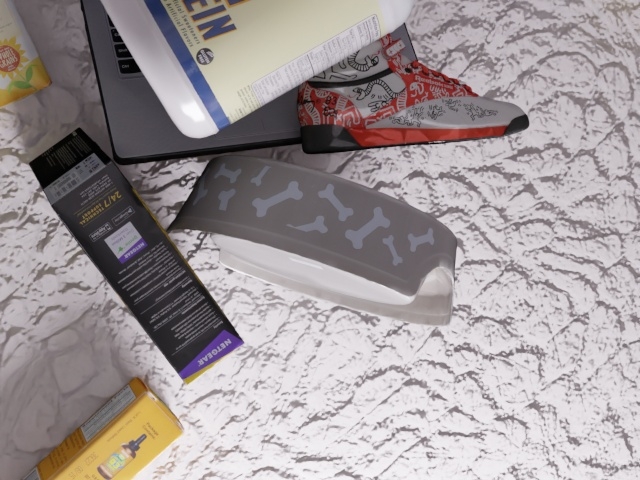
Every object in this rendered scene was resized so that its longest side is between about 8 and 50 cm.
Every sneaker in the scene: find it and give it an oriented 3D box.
[{"bbox_3d":[0.105,-0.178,1.485,0.270,0.090,0.145,-5,93,-13],"label":"sneaker"}]

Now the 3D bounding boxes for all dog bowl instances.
[{"bbox_3d":[0.000,0.000,1.543,0.349,0.349,0.102,20,81,-20],"label":"dog bowl"}]

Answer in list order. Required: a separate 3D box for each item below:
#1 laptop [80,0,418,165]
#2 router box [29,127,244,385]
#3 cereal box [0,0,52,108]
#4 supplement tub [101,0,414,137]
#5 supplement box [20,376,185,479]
[{"bbox_3d":[-0.076,-0.334,1.494,0.382,0.236,0.408,-8,63,-15],"label":"laptop"},{"bbox_3d":[-0.214,0.007,1.483,0.081,0.309,0.243,-37,109,-7],"label":"router box"},{"bbox_3d":[-0.435,-0.252,1.504,0.173,0.047,0.240,-26,106,-9],"label":"cereal box"},{"bbox_3d":[-0.051,-0.276,1.341,0.325,0.235,0.235,-30,108,-1],"label":"supplement tub"},{"bbox_3d":[-0.282,0.278,1.638,0.233,0.080,0.078,-41,110,-5],"label":"supplement box"}]
